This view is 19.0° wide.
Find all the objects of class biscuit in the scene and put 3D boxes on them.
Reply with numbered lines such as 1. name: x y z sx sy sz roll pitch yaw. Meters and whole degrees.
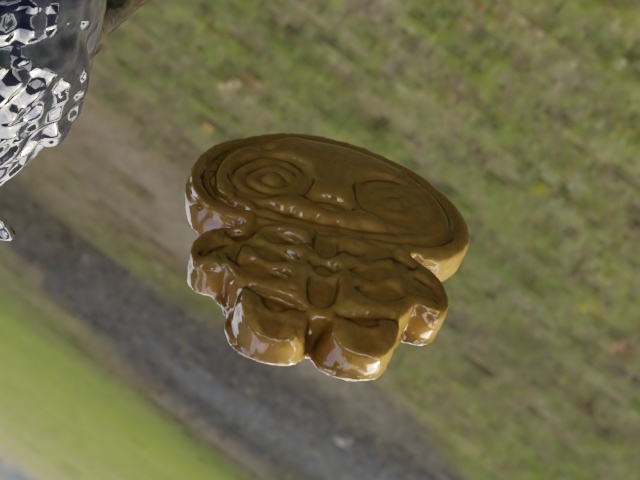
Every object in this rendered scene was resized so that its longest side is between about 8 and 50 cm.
1. biscuit: 0.000 -0.001 1.300 0.202 0.044 0.288 14 -153 0

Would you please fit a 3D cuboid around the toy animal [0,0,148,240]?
1. toy animal: -0.116 -0.093 0.676 0.122 0.185 0.298 44 132 0
